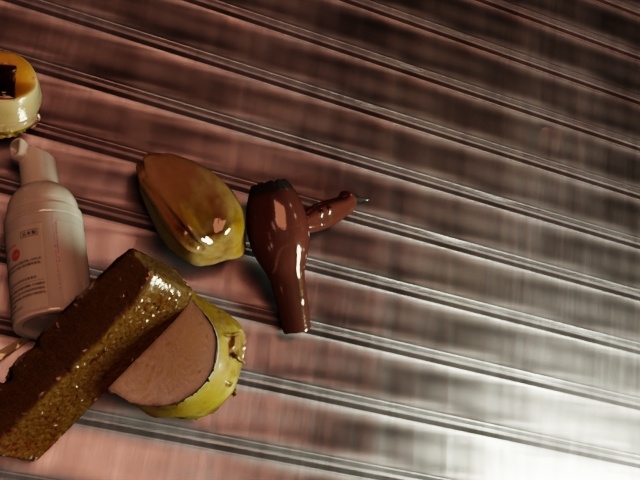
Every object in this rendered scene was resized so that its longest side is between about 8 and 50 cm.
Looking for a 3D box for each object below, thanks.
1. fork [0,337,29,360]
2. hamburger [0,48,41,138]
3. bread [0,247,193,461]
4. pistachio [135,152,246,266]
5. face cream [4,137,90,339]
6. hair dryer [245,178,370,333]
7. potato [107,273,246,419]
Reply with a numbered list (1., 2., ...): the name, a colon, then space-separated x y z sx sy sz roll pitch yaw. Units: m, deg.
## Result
1. fork: -0.532 0.178 1.860 0.219 0.028 0.034 -36 97 -24
2. hamburger: -0.632 -0.277 1.916 0.210 0.116 0.172 -2 66 -20
3. bread: -0.409 0.193 1.733 0.416 0.165 0.113 -45 66 -1
4. pistachio: -0.250 -0.069 1.993 0.260 0.163 0.213 58 18 21
5. face cream: -0.503 -0.015 1.859 0.146 0.145 0.369 0 65 -23
6. hair dryer: 0.000 0.000 2.108 0.340 0.123 0.312 -23 103 -44
7. potato: -0.275 0.200 1.876 0.246 0.196 0.300 -45 62 -1
